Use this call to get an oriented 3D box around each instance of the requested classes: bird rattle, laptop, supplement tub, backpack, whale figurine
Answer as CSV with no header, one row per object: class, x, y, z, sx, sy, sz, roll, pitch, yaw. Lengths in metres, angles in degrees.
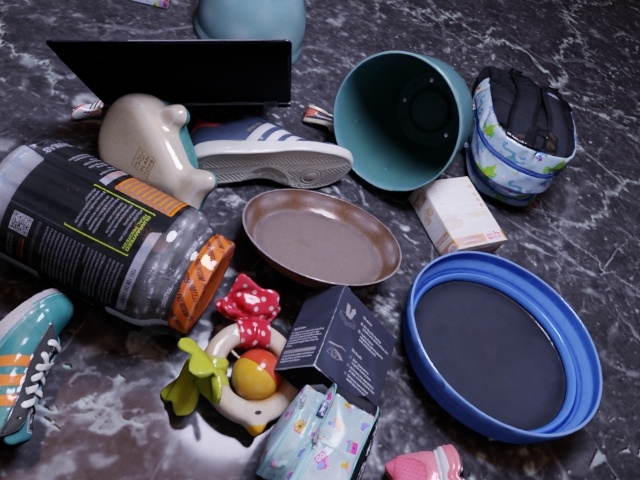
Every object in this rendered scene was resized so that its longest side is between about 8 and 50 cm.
bird rattle,-0.125,0.193,0.841,0.207,0.143,0.253,46,39,-1
laptop,-0.251,-0.389,1.027,0.383,0.236,0.407,-1,50,-4
supplement tub,-0.322,0.000,0.817,0.338,0.207,0.207,28,51,0
backpack,-0.010,0.313,0.739,0.145,0.165,0.188,24,48,-2
backpack,0.502,-0.258,1.316,0.290,0.273,0.355,24,29,-7
whale figurine,-0.282,-0.150,0.959,0.272,0.216,0.141,40,22,19

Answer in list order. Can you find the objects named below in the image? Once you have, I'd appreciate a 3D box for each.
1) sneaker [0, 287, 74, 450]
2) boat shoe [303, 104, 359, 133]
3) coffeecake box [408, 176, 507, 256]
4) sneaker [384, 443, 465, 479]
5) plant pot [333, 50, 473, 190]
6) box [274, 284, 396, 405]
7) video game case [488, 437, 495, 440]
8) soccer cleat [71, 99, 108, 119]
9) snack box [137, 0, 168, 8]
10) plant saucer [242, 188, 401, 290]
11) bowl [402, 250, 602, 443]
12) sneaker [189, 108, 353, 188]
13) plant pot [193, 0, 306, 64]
sneaker,-0.418,0.209,0.701,0.121,0.108,0.302,29,59,0
boat shoe,0.026,-0.282,1.260,0.137,0.049,0.043,22,93,-8
coffeecake box,0.310,-0.049,1.185,0.143,0.068,0.185,-9,60,-27
sneaker,0.153,0.458,0.746,0.136,0.115,0.313,-7,45,11
plant pot,0.212,-0.284,1.188,0.293,0.293,0.235,42,37,11
box,0.031,0.185,0.855,0.156,0.093,0.158,48,46,-26
video game case,0.357,0.294,0.991,0.143,0.019,0.157,2,55,-20
soccer cleat,-0.467,-0.263,1.063,0.036,0.029,0.083,39,47,13
snack box,-0.441,-0.671,1.357,0.101,0.037,0.141,7,54,-15
plant saucer,0.000,0.000,0.993,0.311,0.050,0.310,14,32,-9
bowl,0.339,0.194,0.997,0.392,0.077,0.390,11,47,-13
sneaker,-0.102,-0.203,1.098,0.351,0.131,0.148,2,54,-23
plant pot,-0.163,-0.603,1.317,0.294,0.196,0.292,10,54,-14
